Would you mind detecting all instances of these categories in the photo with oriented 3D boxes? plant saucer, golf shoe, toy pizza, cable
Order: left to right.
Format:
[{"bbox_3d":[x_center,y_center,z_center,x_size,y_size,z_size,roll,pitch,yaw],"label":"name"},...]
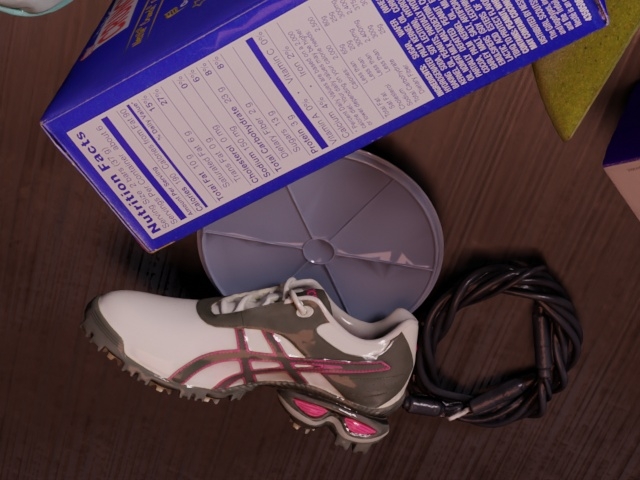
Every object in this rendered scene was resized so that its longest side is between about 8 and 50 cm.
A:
[{"bbox_3d":[-0.054,0.074,1.130,0.273,0.105,0.120,17,111,-14],"label":"golf shoe"},{"bbox_3d":[0.000,0.000,1.137,0.201,0.032,0.201,3,126,4],"label":"toy pizza"},{"bbox_3d":[0.149,0.094,1.187,0.151,0.047,0.184,24,122,-13],"label":"cable"},{"bbox_3d":[0.195,-0.183,0.911,0.045,0.188,0.188,27,123,0],"label":"plant saucer"}]

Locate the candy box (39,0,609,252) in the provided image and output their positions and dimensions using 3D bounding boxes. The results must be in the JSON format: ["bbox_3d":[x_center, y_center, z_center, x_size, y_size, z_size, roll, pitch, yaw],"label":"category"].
[{"bbox_3d":[0.007,-0.159,0.884,0.317,0.268,0.122,-25,116,20],"label":"candy box"}]

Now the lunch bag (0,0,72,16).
[{"bbox_3d":[-0.218,-0.283,0.872,0.279,0.108,0.224,27,117,-39],"label":"lunch bag"}]

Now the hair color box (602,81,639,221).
[{"bbox_3d":[0.382,0.012,1.043,0.185,0.110,0.339,-11,127,44],"label":"hair color box"}]
